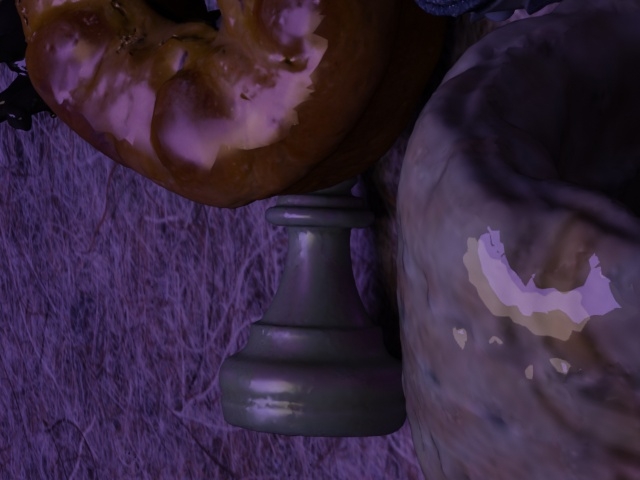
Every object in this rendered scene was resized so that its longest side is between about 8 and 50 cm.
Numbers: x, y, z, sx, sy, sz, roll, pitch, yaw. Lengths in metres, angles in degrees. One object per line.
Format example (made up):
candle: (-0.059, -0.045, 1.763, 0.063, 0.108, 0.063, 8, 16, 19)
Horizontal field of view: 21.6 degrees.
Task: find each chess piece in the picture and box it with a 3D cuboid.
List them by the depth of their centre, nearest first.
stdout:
chess piece: (0.000, 0.000, 1.203, 0.139, 0.139, 0.272, 2, 89, 62)

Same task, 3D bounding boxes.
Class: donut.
donut: (-0.069, -0.173, 1.114, 0.299, 0.150, 0.317, -25, 77, 31)

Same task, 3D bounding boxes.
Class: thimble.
thimble: (0.180, 0.024, 0.674, 0.291, 0.291, 0.195, 44, 144, 48)

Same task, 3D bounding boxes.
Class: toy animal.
toy animal: (-0.293, -0.187, 1.639, 0.115, 0.146, 0.245, 81, 163, -49)

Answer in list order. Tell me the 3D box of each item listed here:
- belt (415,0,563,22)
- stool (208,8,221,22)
belt: (0.113, -0.194, 0.879, 0.218, 0.128, 0.122, -36, 67, 59)
stool: (-0.082, -0.113, 1.305, 0.135, 0.134, 0.110, -60, 13, -20)
